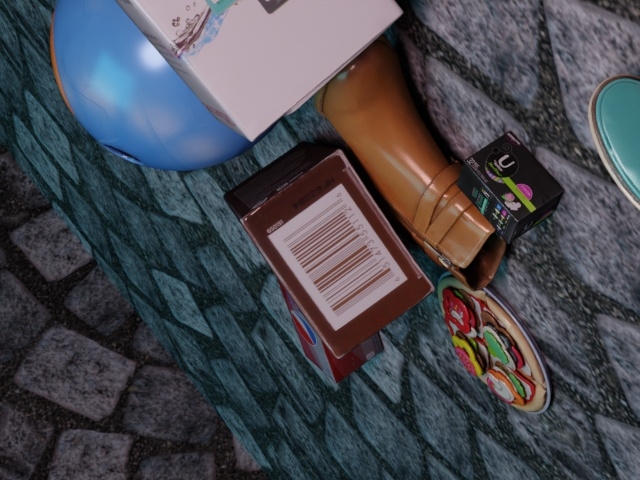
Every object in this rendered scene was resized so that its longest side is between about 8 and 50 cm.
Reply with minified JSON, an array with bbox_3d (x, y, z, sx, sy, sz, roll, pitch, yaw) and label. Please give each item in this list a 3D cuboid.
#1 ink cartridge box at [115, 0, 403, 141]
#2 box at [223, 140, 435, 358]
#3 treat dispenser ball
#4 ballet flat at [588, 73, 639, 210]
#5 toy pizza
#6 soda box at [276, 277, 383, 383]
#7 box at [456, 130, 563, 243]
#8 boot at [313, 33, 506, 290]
[{"bbox_3d":[-0.094,-0.266,1.537,0.270,0.197,0.198,51,176,-18],"label":"ink cartridge box"},{"bbox_3d":[0.000,0.000,1.838,0.191,0.143,0.381,55,176,-8],"label":"box"},{"bbox_3d":[-0.160,-0.222,1.783,0.288,0.288,0.288,48,160,24],"label":"treat dispenser ball"},{"bbox_3d":[0.306,-0.028,1.274,0.248,0.086,0.086,51,161,14],"label":"ballet flat"},{"bbox_3d":[0.197,0.125,1.869,0.201,0.032,0.201,48,160,24],"label":"toy pizza"},{"bbox_3d":[0.002,0.067,2.173,0.083,0.092,0.263,38,155,46],"label":"soda box"},{"bbox_3d":[0.185,-0.052,1.553,0.083,0.062,0.052,50,160,19],"label":"box"},{"bbox_3d":[0.100,-0.075,1.653,0.220,0.109,0.283,48,162,27],"label":"boot"}]
